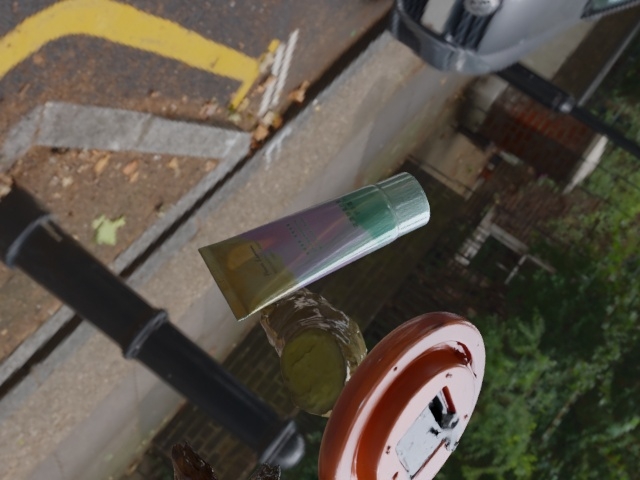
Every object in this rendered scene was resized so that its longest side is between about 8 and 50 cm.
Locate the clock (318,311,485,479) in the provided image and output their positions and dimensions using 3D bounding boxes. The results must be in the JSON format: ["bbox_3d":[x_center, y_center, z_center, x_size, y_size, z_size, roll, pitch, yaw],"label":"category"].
[{"bbox_3d":[0.078,0.158,0.744,0.205,0.051,0.205,-27,131,-36],"label":"clock"}]

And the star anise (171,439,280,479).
[{"bbox_3d":[-0.106,0.334,0.849,0.088,0.288,0.288,-22,-169,36],"label":"star anise"}]

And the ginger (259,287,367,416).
[{"bbox_3d":[-0.004,0.168,1.315,0.126,0.190,0.354,-57,-166,10],"label":"ginger"}]

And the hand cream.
[{"bbox_3d":[0.000,0.000,0.655,0.174,0.076,0.047,-23,143,-15],"label":"hand cream"}]
